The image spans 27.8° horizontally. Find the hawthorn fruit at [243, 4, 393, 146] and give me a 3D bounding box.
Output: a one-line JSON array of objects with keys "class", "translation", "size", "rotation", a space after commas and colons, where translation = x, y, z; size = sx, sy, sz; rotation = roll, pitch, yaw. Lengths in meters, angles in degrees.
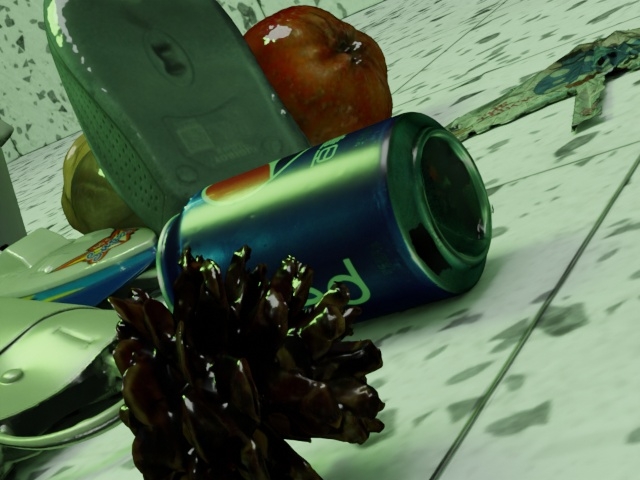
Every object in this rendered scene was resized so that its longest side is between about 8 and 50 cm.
[{"class": "hawthorn fruit", "translation": [-0.027, -0.146, 1.367], "size": [0.200, 0.179, 0.179], "rotation": [-38, 5, 31]}]

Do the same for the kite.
[{"class": "kite", "translation": [0.253, -0.156, 1.192], "size": [0.406, 0.014, 0.368], "rotation": [-22, 13, 19]}]

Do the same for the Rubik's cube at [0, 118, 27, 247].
[{"class": "Rubik's cube", "translation": [-0.514, -0.028, 1.440], "size": [0.358, 0.368, 0.387], "rotation": [-40, 9, 17]}]

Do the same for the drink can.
[{"class": "drink can", "translation": [0.000, 0.000, 0.820], "size": [0.205, 0.118, 0.118], "rotation": [-19, 14, 32]}]

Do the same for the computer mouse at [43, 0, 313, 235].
[{"class": "computer mouse", "translation": [-0.139, -0.121, 1.242], "size": [0.188, 0.371, 0.122], "rotation": [-20, -29, -30]}]

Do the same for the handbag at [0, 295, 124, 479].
[{"class": "handbag", "translation": [-0.224, 0.123, 0.912], "size": [0.315, 0.109, 0.241], "rotation": [5, 32, 42]}]

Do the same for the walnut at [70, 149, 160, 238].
[{"class": "walnut", "translation": [-0.189, -0.048, 1.343], "size": [0.140, 0.140, 0.162], "rotation": [-30, 6, -18]}]

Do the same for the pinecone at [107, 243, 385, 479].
[{"class": "pinecone", "translation": [-0.033, 0.066, 0.586], "size": [0.120, 0.140, 0.140], "rotation": [-16, 12, -6]}]

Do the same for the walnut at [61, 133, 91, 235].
[{"class": "walnut", "translation": [-0.224, -0.074, 1.501], "size": [0.166, 0.149, 0.166], "rotation": [-31, -17, -11]}]

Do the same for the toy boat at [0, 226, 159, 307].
[{"class": "toy boat", "translation": [-0.242, 0.029, 1.240], "size": [0.295, 0.088, 0.129], "rotation": [-13, 18, 47]}]
